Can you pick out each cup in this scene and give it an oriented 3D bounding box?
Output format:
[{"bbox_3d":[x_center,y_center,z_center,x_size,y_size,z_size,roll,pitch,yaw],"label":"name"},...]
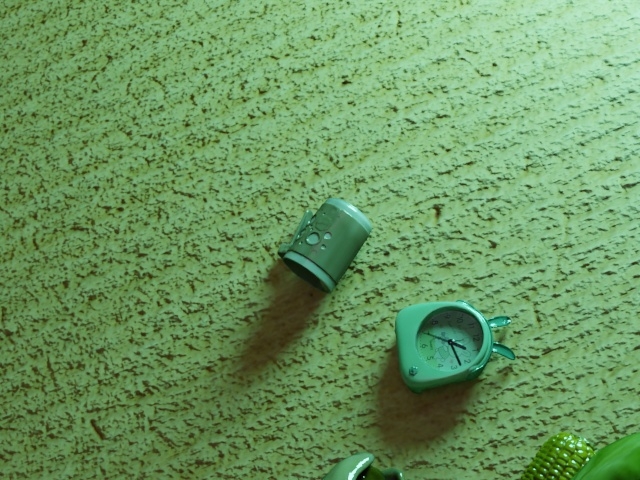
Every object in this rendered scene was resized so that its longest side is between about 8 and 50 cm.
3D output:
[{"bbox_3d":[0.006,0.005,1.559,0.074,0.102,0.099,39,77,-12],"label":"cup"}]

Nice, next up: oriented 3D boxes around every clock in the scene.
[{"bbox_3d":[0.156,0.120,1.470,0.135,0.041,0.101,-9,63,11],"label":"clock"}]

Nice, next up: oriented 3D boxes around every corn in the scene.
[{"bbox_3d":[0.221,0.307,1.342,0.080,0.080,0.231,31,77,26],"label":"corn"}]

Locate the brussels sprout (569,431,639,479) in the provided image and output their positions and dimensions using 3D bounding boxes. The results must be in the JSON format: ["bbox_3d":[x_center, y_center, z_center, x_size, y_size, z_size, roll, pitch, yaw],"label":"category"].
[{"bbox_3d":[0.341,0.325,1.195,0.354,0.281,0.289,-34,78,23],"label":"brussels sprout"}]

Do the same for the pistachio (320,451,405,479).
[{"bbox_3d":[0.018,0.342,1.355,0.153,0.137,0.238,7,62,56],"label":"pistachio"}]
